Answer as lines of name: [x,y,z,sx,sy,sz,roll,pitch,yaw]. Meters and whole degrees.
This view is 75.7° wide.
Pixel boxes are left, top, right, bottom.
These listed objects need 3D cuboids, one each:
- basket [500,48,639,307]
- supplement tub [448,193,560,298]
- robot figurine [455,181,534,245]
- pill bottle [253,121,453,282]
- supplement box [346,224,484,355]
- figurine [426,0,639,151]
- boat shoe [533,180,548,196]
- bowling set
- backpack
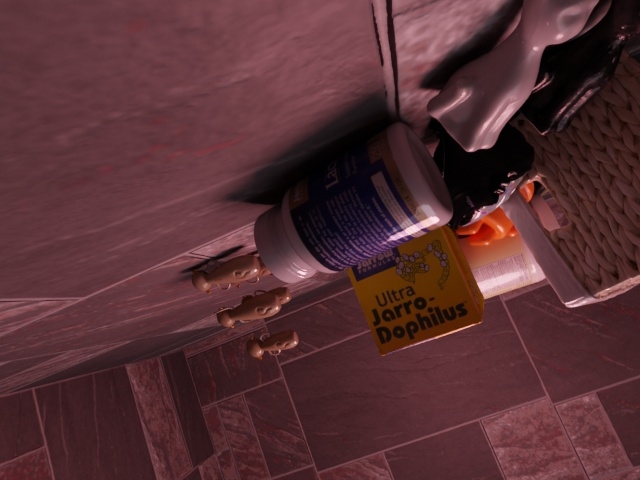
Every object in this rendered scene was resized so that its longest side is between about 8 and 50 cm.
basket: [0.501,-0.096,0.700,0.332,0.327,0.266,-3,151,-40]
supplement tub: [0.459,0.028,1.116,0.325,0.235,0.235,-23,169,18]
robot figurine: [0.409,-0.092,0.968,0.219,0.158,0.128,-53,151,-9]
pill bottle: [0.040,-0.041,0.602,0.265,0.153,0.153,-28,167,27]
supplement box: [0.220,0.091,0.887,0.194,0.195,0.357,-25,169,20]
figurine: [0.251,-0.204,0.439,0.215,0.092,0.209,-16,160,-22]
boat shoe: [0.571,-0.157,1.169,0.123,0.123,0.342,0,161,-25]
bowling set: [-0.163,0.127,0.993,0.154,0.286,0.199,-17,-157,12]
backpack: [0.235,-0.099,0.630,0.115,0.151,0.182,-23,153,-13]
